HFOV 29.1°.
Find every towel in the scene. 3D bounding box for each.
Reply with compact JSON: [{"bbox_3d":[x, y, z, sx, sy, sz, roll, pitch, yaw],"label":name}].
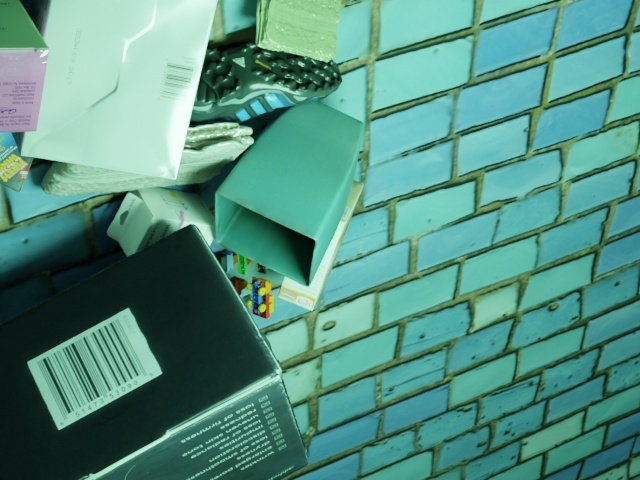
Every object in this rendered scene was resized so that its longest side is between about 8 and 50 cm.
[{"bbox_3d":[-0.250,-0.113,1.787,0.282,0.049,0.187,-8,168,-28],"label":"towel"},{"bbox_3d":[-0.033,-0.323,1.794,0.148,0.027,0.110,5,91,-38],"label":"towel"}]

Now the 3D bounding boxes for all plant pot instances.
[{"bbox_3d":[-0.033,-0.090,1.885,0.234,0.165,0.165,-61,171,-25],"label":"plant pot"}]

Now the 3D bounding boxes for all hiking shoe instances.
[{"bbox_3d":[-0.110,-0.231,1.826,0.304,0.113,0.132,-10,163,-36],"label":"hiking shoe"}]

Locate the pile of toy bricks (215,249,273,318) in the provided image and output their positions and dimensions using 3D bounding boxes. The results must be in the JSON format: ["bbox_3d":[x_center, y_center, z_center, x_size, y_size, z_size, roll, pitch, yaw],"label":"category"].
[{"bbox_3d":[-0.098,0.012,2.054,0.105,0.118,0.212,-27,127,-46],"label":"pile of toy bricks"}]

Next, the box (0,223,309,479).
[{"bbox_3d":[-0.302,0.285,1.919,0.480,0.297,0.472,-28,154,-9],"label":"box"}]

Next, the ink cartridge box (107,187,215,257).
[{"bbox_3d":[-0.249,-0.021,1.911,0.143,0.090,0.092,8,123,-40],"label":"ink cartridge box"}]

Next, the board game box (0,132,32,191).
[{"bbox_3d":[-0.438,-0.161,1.671,0.194,0.060,0.194,-39,141,2],"label":"board game box"}]

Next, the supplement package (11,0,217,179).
[{"bbox_3d":[-0.263,-0.233,1.559,0.204,0.145,0.262,9,106,-23],"label":"supplement package"}]

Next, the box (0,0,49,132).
[{"bbox_3d":[-0.463,-0.235,1.442,0.213,0.243,0.117,-6,131,-31],"label":"box"}]

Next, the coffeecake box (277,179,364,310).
[{"bbox_3d":[0.000,0.000,2.064,0.068,0.142,0.185,22,123,3],"label":"coffeecake box"}]
